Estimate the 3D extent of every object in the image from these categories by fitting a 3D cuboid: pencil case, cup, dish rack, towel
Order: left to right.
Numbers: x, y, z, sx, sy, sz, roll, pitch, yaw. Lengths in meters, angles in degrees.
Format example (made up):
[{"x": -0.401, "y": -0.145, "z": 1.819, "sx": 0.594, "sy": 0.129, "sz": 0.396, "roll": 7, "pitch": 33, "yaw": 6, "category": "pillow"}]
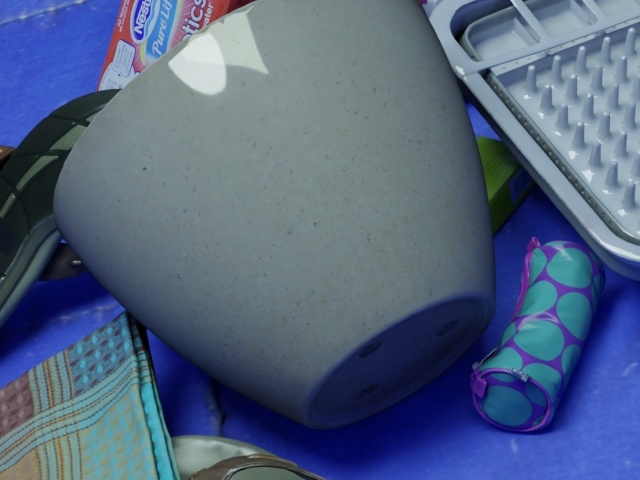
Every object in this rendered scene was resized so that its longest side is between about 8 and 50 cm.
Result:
[{"x": -0.216, "y": 0.231, "z": 1.435, "sx": 0.271, "sy": 0.040, "sz": 0.370, "roll": -31, "pitch": 39, "yaw": 10, "category": "towel"}, {"x": 0.000, "y": 0.000, "z": 1.490, "sx": 0.331, "sy": 0.331, "sz": 0.237, "roll": -29, "pitch": 68, "yaw": -12, "category": "cup"}, {"x": 0.165, "y": 0.070, "z": 1.494, "sx": 0.070, "sy": 0.064, "sz": 0.151, "roll": 30, "pitch": 49, "yaw": -1, "category": "pencil case"}, {"x": 0.272, "y": -0.108, "z": 1.590, "sx": 0.285, "sy": 0.072, "sz": 0.333, "roll": -21, "pitch": 51, "yaw": -19, "category": "dish rack"}]

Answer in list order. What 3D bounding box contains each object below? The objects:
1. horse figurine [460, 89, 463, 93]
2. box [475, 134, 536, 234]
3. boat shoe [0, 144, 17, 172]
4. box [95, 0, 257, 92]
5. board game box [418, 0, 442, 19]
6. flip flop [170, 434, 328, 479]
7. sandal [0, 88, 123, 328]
[{"x": 0.106, "y": -0.148, "z": 1.740, "sx": 0.263, "sy": 0.066, "sz": 0.174, "roll": -1, "pitch": 27, "yaw": -1, "category": "horse figurine"}, {"x": 0.084, "y": -0.052, "z": 1.688, "sx": 0.178, "sy": 0.042, "sz": 0.109, "roll": 17, "pitch": 51, "yaw": 35, "category": "box"}, {"x": -0.310, "y": -0.031, "z": 1.804, "sx": 0.060, "sy": 0.064, "sz": 0.178, "roll": -12, "pitch": 37, "yaw": 12, "category": "boat shoe"}, {"x": -0.096, "y": -0.166, "z": 1.708, "sx": 0.128, "sy": 0.257, "sz": 0.123, "roll": 30, "pitch": 19, "yaw": 38, "category": "box"}, {"x": 0.140, "y": -0.346, "z": 1.985, "sx": 0.318, "sy": 0.066, "sz": 0.319, "roll": -35, "pitch": 42, "yaw": -19, "category": "board game box"}, {"x": -0.034, "y": 0.200, "z": 1.413, "sx": 0.277, "sy": 0.080, "sz": 0.112, "roll": 25, "pitch": 56, "yaw": 40, "category": "flip flop"}, {"x": -0.232, "y": -0.009, "z": 1.684, "sx": 0.303, "sy": 0.086, "sz": 0.120, "roll": -48, "pitch": 43, "yaw": 13, "category": "sandal"}]
